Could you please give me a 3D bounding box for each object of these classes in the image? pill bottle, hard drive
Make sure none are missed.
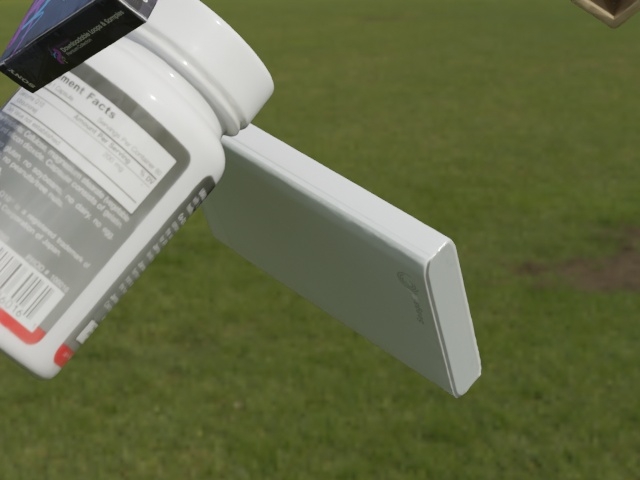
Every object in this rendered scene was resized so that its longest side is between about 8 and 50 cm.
[{"bbox_3d":[-0.175,-0.050,1.063,0.283,0.161,0.161,-51,28,-10],"label":"pill bottle"},{"bbox_3d":[0.000,0.000,1.244,0.307,0.203,0.040,32,67,32],"label":"hard drive"}]

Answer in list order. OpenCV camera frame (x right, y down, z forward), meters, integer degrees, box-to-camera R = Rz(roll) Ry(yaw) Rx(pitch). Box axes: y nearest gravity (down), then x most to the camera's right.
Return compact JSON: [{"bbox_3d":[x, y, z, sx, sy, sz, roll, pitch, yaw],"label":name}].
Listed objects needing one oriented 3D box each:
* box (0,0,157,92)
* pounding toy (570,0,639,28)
[{"bbox_3d":[-0.099,-0.159,0.736,0.116,0.029,0.162,-19,39,49],"label":"box"},{"bbox_3d":[0.295,-0.293,1.345,0.130,0.100,0.141,28,-40,-20],"label":"pounding toy"}]
